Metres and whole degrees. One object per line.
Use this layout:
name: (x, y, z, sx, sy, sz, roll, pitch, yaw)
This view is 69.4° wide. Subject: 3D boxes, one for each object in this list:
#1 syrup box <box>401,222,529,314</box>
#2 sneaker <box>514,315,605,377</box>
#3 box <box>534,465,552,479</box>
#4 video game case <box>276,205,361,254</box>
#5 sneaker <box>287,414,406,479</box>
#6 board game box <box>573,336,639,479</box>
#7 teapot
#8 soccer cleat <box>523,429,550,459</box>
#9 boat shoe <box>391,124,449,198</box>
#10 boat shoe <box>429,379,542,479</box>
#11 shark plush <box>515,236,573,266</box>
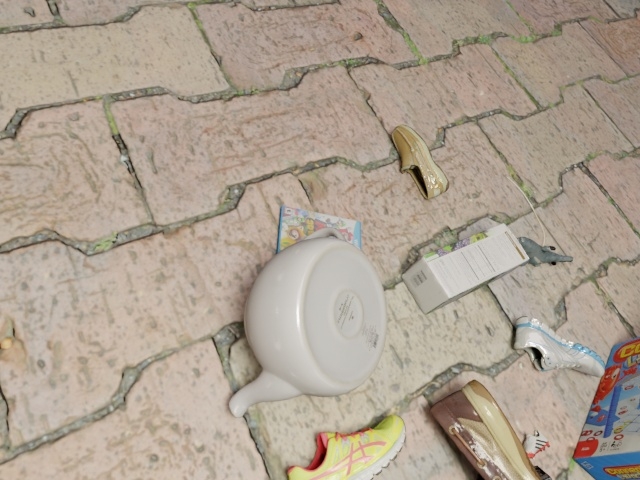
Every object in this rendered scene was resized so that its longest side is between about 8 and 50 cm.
syrup box: (0.293, 0.054, 0.930, 0.237, 0.093, 0.096, -20, 71, -29)
sneaker: (0.468, 0.233, 0.921, 0.191, 0.071, 0.082, 28, 62, 5)
box: (0.382, 0.420, 0.770, 0.018, 0.083, 0.067, -29, 72, 3)
video game case: (0.000, 0.000, 0.895, 0.167, 0.015, 0.119, 11, 59, -15)
sneaker: (0.041, 0.318, 0.695, 0.209, 0.081, 0.094, -28, 73, -31)
board game box: (0.631, 0.274, 0.810, 0.086, 0.308, 0.302, 42, 56, 7)
teapot: (-0.027, 0.114, 0.729, 0.256, 0.187, 0.252, -13, 92, -49)
soccer cleat: (0.375, 0.369, 0.828, 0.083, 0.029, 0.035, -14, 60, -30)
boat shoe: (0.212, -0.178, 1.049, 0.072, 0.068, 0.190, -29, 75, -19)
boat shoe: (0.291, 0.404, 0.739, 0.123, 0.123, 0.341, -28, 81, 0)
shark plush: (0.496, 0.033, 1.035, 0.161, 0.067, 0.073, 24, 56, -7)
